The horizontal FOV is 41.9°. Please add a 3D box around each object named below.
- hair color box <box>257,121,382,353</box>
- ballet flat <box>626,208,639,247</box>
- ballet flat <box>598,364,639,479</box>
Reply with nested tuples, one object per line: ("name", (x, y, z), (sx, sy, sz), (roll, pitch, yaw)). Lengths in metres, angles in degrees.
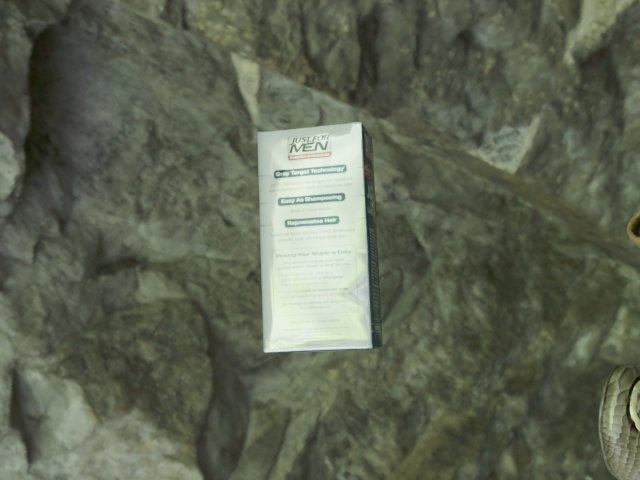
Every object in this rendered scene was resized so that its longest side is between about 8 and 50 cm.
("hair color box", (0.000, 0.000, 1.314), (0.105, 0.174, 0.347), (26, -119, -75))
("ballet flat", (0.397, -0.110, 0.777), (0.116, 0.124, 0.342), (-93, 22, -51))
("ballet flat", (0.300, 0.217, 0.723), (0.084, 0.058, 0.249), (-32, -70, -33))
